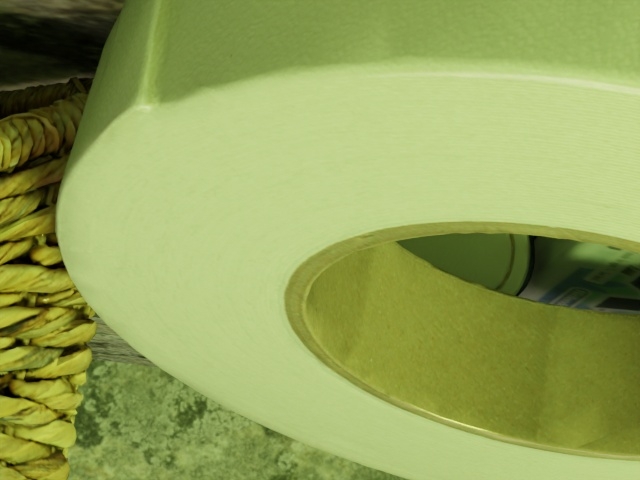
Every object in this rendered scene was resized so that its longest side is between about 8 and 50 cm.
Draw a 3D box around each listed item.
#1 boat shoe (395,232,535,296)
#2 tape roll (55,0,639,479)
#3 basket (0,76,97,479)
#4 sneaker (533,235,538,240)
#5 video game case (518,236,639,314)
[{"bbox_3d":[0.000,0.000,0.875,0.255,0.095,0.079,2,168,30],"label":"boat shoe"},{"bbox_3d":[0.094,0.012,0.638,0.392,0.072,0.392,11,155,5],"label":"tape roll"},{"bbox_3d":[-0.256,0.009,0.738,0.299,0.223,0.213,1,166,41],"label":"basket"},{"bbox_3d":[0.150,0.017,0.976,0.094,0.080,0.212,-19,155,41],"label":"sneaker"},{"bbox_3d":[0.262,0.025,0.758,0.300,0.036,0.329,15,162,-5],"label":"video game case"}]
